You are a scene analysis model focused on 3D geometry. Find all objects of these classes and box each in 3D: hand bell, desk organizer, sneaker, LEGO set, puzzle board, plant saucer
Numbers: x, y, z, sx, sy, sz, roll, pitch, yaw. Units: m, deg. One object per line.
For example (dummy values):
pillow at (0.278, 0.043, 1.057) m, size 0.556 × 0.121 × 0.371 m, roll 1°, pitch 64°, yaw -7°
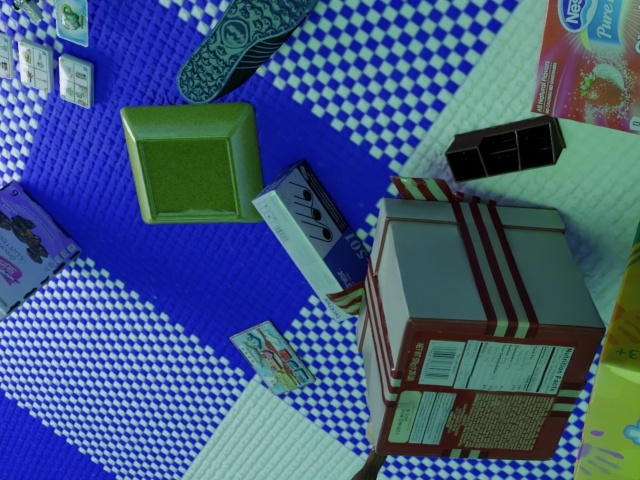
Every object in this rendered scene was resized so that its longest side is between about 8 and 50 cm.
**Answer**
hand bell at (0.079, 0.312, 1.312) m, size 0.126 × 0.242 × 0.126 m, roll 14°, pitch 126°, yaw 20°
desk organizer at (0.219, -0.108, 1.085) m, size 0.130 × 0.050 × 0.047 m, roll -10°, pitch 116°, yaw 32°
sneaker at (-0.085, -0.262, 1.133) m, size 0.232 × 0.090 × 0.081 m, roll -39°, pitch 97°, yaw 18°
LEGO set at (-0.396, -0.322, 1.286) m, size 0.183 × 0.060 × 0.244 m, roll 21°, pitch 135°, yaw 8°
puzzle board at (-0.078, 0.192, 1.467) m, size 0.096 × 0.011 × 0.128 m, roll -27°, pitch 105°, yaw 37°
plant saucer at (-0.178, -0.095, 1.270) m, size 0.189 × 0.045 × 0.188 m, roll -1°, pitch 122°, yaw 6°

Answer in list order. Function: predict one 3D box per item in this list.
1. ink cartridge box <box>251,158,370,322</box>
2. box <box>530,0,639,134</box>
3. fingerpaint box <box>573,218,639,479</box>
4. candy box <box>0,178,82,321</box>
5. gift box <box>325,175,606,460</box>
ink cartridge box at (0.000, 0.000, 1.242) m, size 0.046 × 0.097 × 0.207 m, roll -24°, pitch 107°, yaw 37°
box at (0.298, -0.249, 0.902) m, size 0.128 × 0.122 × 0.256 m, roll 15°, pitch 127°, yaw 19°
fingerpaint box at (0.509, 0.118, 0.874) m, size 0.445 × 0.371 × 0.163 m, roll 14°, pitch 126°, yaw 21°
candy box at (-0.511, 0.021, 1.461) m, size 0.165 × 0.196 × 0.070 m, roll 48°, pitch 130°, yaw -8°
gift box at (0.157, 0.085, 1.094) m, size 0.277 × 0.258 × 0.255 m, roll 9°, pitch 125°, yaw -9°
